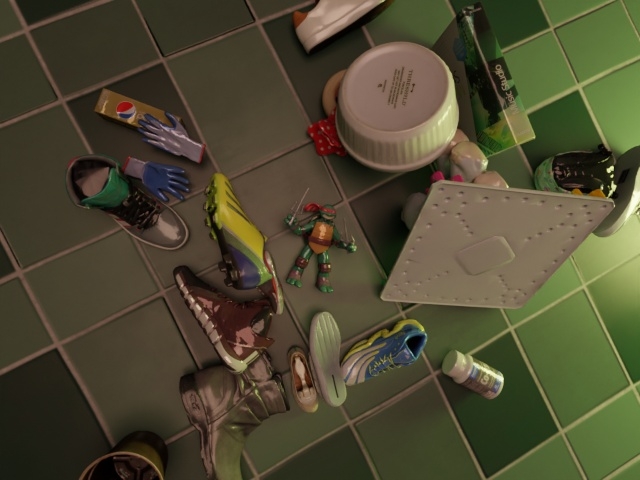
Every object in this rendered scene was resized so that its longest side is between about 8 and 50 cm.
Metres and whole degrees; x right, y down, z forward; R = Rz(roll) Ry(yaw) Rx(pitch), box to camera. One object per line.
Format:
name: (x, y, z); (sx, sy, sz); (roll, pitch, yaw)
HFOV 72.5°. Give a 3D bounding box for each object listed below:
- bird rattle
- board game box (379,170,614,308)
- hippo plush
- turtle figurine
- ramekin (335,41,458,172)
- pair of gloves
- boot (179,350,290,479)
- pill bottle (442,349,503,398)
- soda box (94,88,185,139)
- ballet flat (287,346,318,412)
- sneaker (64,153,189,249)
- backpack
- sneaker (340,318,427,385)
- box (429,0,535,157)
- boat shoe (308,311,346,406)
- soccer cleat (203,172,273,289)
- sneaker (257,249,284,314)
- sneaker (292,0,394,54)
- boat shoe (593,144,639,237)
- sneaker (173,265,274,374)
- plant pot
bird rattle: (0.085, -0.324, 1.085); (0.254, 0.143, 0.206); (-17, 79, 3)
board game box: (0.370, 0.020, 0.994); (0.391, 0.389, 0.050); (5, 48, -9)
hippo plush: (0.297, -0.114, 1.064); (0.237, 0.294, 0.234); (-37, 72, 17)
turtle figurine: (0.000, 0.000, 1.038); (0.175, 0.118, 0.234); (15, 101, 6)
ramekin: (0.158, -0.291, 0.927); (0.273, 0.127, 0.272); (-3, 74, 10)
pair of gloves: (-0.355, -0.189, 0.992); (0.159, 0.023, 0.198); (25, 111, -11)
boot: (-0.166, 0.425, 0.999); (0.223, 0.118, 0.337); (-19, 95, -15)
pill bottle: (0.383, 0.337, 1.104); (0.137, 0.078, 0.078); (29, 84, -7)
soda box: (-0.414, -0.283, 1.008); (0.182, 0.061, 0.058); (20, 85, -8)
ballet flat: (-0.045, 0.341, 1.048); (0.057, 0.052, 0.168); (-17, 91, -10)
sneaker: (-0.422, -0.085, 0.940); (0.296, 0.178, 0.123); (35, 83, -6)
backpack: (0.670, -0.167, 1.152); (0.182, 0.115, 0.151); (-1, 76, -8)
sneaker: (0.154, 0.271, 1.045); (0.240, 0.126, 0.091); (-36, 93, -9)
box: (0.374, -0.359, 1.052); (0.059, 0.232, 0.321); (-24, 91, -5)
boat shoe: (0.001, 0.282, 1.045); (0.083, 0.076, 0.226); (-6, 89, -35)
soccer cleat: (-0.191, -0.024, 1.014); (0.121, 0.093, 0.289); (-9, 72, -31)
sneaker: (-0.131, 0.105, 1.048); (0.065, 0.061, 0.157); (-16, 81, 3)
sneaker: (0.062, -0.586, 1.073); (0.290, 0.106, 0.123); (-32, 95, -8)
boat shoe: (0.832, -0.115, 1.180); (0.105, 0.113, 0.306); (40, 67, -12)
sneaker: (-0.204, 0.147, 0.996); (0.163, 0.106, 0.281); (-32, 78, -16)
plant pot: (-0.404, 0.498, 0.928); (0.167, 0.165, 0.166); (0, 88, -10)
